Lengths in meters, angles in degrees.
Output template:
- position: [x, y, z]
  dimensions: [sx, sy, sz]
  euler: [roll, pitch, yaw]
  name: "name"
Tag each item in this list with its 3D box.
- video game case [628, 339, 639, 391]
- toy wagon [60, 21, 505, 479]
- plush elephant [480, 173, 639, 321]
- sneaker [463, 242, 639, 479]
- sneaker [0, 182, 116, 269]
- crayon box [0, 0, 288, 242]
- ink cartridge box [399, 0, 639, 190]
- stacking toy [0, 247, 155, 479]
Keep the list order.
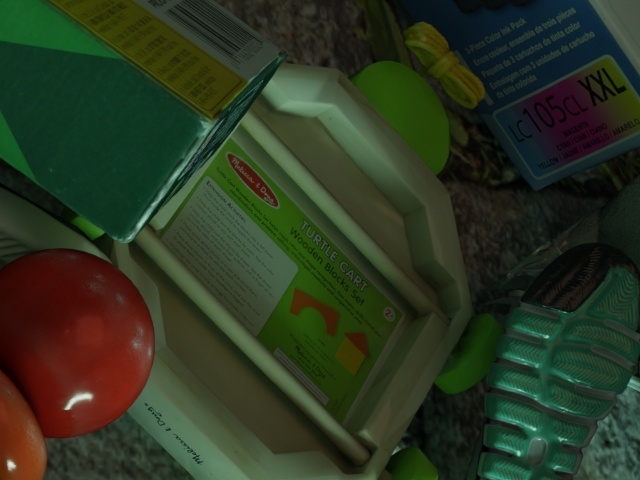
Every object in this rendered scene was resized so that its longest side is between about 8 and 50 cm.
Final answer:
- position: [0.217, 0.060, 1.400]
  dimensions: [0.122, 0.011, 0.087]
  euler: [26, 57, -31]
  name: "video game case"
- position: [0.000, 0.000, 1.201]
  dimensions: [0.267, 0.068, 0.344]
  euler: [47, 48, -16]
  name: "toy wagon"
- position: [0.308, 0.046, 1.304]
  dimensions: [0.330, 0.272, 0.255]
  euler: [-33, 81, -15]
  name: "plush elephant"
- position: [0.123, 0.107, 1.207]
  dimensions: [0.083, 0.098, 0.223]
  euler: [25, 78, -8]
  name: "sneaker"
- position: [-0.237, -0.050, 0.985]
  dimensions: [0.350, 0.131, 0.148]
  euler: [31, 35, -38]
  name: "sneaker"
- position: [-0.181, -0.142, 0.995]
  dimensions: [0.318, 0.081, 0.202]
  euler: [37, 17, -1]
  name: "crayon box"
- position: [0.143, -0.274, 1.379]
  dimensions: [0.395, 0.151, 0.270]
  euler: [56, 46, -10]
  name: "ink cartridge box"
- position: [-0.206, 0.115, 0.881]
  dimensions: [0.330, 0.141, 0.141]
  euler: [-43, 102, -30]
  name: "stacking toy"
